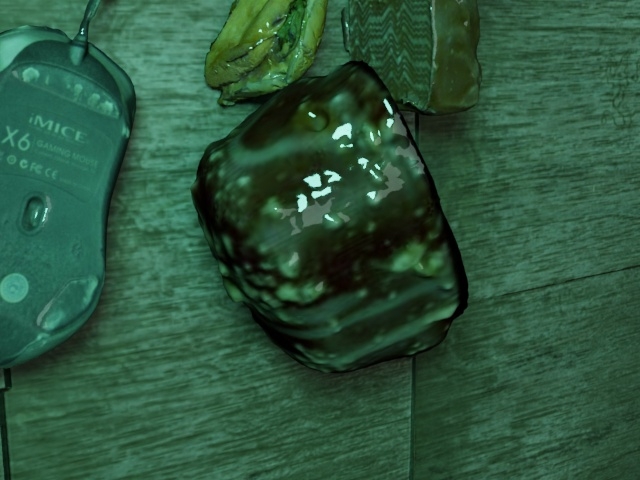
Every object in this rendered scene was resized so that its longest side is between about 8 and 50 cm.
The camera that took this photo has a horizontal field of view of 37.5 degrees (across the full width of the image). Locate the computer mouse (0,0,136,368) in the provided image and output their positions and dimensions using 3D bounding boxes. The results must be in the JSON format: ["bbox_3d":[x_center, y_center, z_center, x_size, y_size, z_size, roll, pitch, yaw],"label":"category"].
[{"bbox_3d":[-0.252,-0.073,0.837,0.167,0.090,0.379,24,80,-40],"label":"computer mouse"}]

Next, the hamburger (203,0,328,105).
[{"bbox_3d":[-0.034,-0.206,0.943,0.087,0.102,0.176,38,78,-45],"label":"hamburger"}]

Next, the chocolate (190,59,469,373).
[{"bbox_3d":[0.000,0.000,0.930,0.210,0.225,0.340,-30,135,-6],"label":"chocolate"}]

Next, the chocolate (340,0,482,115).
[{"bbox_3d":[0.100,-0.243,0.996,0.093,0.148,0.214,-11,108,-37],"label":"chocolate"}]
